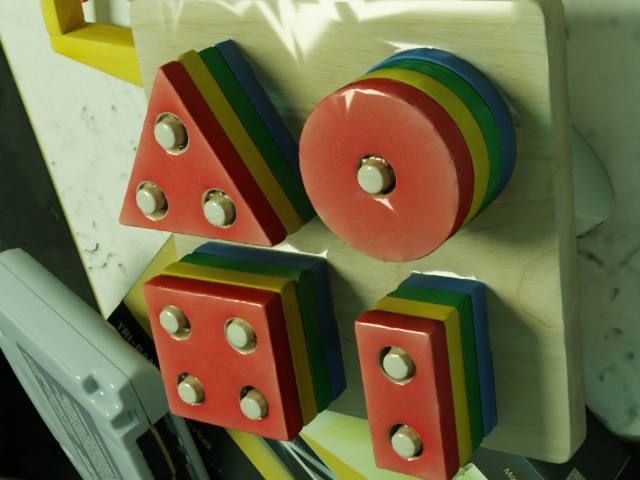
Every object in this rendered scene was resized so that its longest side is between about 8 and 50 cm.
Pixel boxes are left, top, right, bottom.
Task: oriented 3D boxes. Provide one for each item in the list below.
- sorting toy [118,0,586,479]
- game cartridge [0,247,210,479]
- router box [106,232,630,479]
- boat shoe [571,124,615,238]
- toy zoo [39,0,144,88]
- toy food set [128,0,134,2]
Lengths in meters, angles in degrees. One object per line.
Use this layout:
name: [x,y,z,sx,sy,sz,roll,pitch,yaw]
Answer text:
sorting toy: [0.000,0.000,0.619,0.257,0.089,0.255,8,118,33]
game cartridge: [-0.165,0.141,0.883,0.196,0.060,0.294,30,150,32]
router box: [0.013,0.102,0.781,0.309,0.081,0.243,47,133,6]
boat shoe: [0.071,-0.083,0.638,0.070,0.078,0.219,-34,93,42]
toy zoo: [-0.109,-0.202,0.718,0.192,0.030,0.293,15,128,26]
toy food set: [-0.105,-0.212,0.657,0.132,0.038,0.192,20,131,22]
